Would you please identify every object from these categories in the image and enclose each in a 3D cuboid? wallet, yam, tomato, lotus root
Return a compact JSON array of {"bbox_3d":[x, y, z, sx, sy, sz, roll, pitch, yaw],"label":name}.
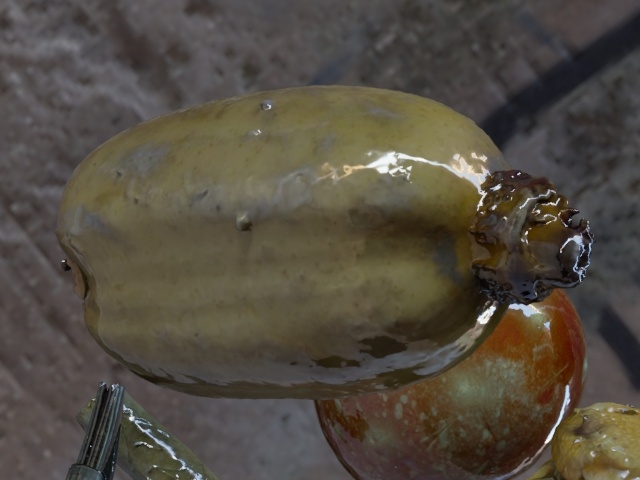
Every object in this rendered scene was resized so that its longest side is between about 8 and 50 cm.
[{"bbox_3d":[-0.238,0.299,1.698,0.317,0.044,0.169,-80,-178,-52],"label":"wallet"},{"bbox_3d":[-0.139,0.315,2.078,0.371,0.083,0.083,41,2,7],"label":"yam"},{"bbox_3d":[0.111,0.110,1.654,0.222,0.270,0.270,50,4,-20],"label":"tomato"},{"bbox_3d":[0.000,0.000,0.942,0.151,0.343,0.169,-29,109,-51],"label":"lotus root"}]

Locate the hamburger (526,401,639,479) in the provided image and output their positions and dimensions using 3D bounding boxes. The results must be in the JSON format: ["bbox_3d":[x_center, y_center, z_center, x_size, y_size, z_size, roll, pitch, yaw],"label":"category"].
[{"bbox_3d":[0.307,0.237,1.341,0.319,0.158,0.318,17,17,-5],"label":"hamburger"}]
